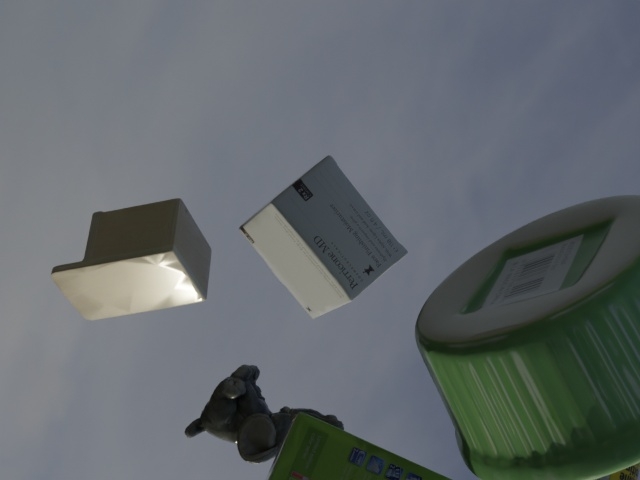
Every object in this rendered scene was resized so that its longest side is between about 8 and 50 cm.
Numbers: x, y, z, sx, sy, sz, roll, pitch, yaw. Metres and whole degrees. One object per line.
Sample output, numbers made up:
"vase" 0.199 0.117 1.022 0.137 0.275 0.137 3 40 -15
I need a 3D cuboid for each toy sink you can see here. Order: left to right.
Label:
"toy sink" -0.330 0.032 1.962 0.234 0.153 0.131 -11 -131 14

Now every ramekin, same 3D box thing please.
"ramekin" 0.238 0.084 1.065 0.303 0.148 0.303 -29 -167 7

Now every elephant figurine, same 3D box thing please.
"elephant figurine" -0.111 0.376 2.234 0.169 0.239 0.186 -31 158 -49

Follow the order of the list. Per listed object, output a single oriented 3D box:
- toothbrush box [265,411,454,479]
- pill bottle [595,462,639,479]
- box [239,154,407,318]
"toothbrush box" 0.059 0.337 1.186 0.122 0.283 0.206 107 7 -74
"pill bottle" 0.362 0.323 1.470 0.103 0.103 0.184 -14 -125 59
"box" 0.000 0.000 1.605 0.119 0.181 0.182 -40 -177 -22
